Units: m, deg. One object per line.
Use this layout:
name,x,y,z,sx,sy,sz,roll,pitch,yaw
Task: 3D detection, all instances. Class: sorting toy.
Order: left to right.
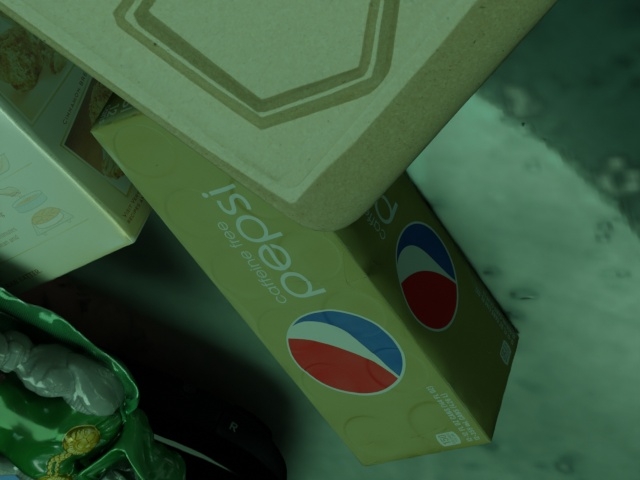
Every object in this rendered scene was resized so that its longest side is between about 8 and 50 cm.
sorting toy,-0.016,-0.123,0.451,0.208,0.038,0.193,34,115,-17

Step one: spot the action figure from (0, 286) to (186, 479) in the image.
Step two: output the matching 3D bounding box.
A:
action figure,-0.152,0.040,0.585,0.232,0.063,0.137,27,136,-9

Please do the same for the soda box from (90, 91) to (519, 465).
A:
soda box,0.000,0.000,0.581,0.061,0.058,0.181,-16,125,34

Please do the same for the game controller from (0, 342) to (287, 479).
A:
game controller,-0.170,0.077,0.721,0.319,0.067,0.166,22,137,1

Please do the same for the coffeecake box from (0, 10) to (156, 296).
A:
coffeecake box,-0.162,-0.061,0.579,0.142,0.068,0.185,-22,121,39
